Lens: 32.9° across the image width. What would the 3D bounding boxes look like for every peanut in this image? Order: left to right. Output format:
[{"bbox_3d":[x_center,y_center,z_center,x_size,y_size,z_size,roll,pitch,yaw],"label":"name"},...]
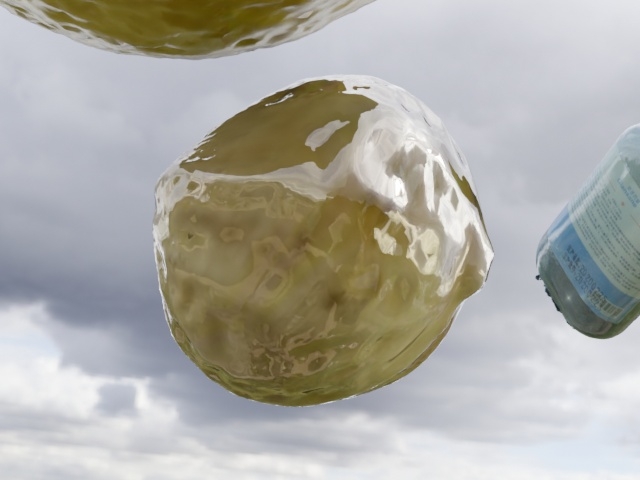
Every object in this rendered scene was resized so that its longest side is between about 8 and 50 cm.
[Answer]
[{"bbox_3d":[0.000,0.000,0.450,0.109,0.141,0.159,6,-11,39],"label":"peanut"}]

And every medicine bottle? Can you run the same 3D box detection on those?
[{"bbox_3d":[0.210,-0.022,0.691,0.053,0.090,0.208,-10,-31,-29],"label":"medicine bottle"}]

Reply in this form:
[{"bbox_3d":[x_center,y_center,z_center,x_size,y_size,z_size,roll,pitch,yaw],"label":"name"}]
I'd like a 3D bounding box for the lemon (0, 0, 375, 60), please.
[{"bbox_3d":[-0.041,-0.230,0.410,0.336,0.336,0.336,5,-16,2],"label":"lemon"}]
